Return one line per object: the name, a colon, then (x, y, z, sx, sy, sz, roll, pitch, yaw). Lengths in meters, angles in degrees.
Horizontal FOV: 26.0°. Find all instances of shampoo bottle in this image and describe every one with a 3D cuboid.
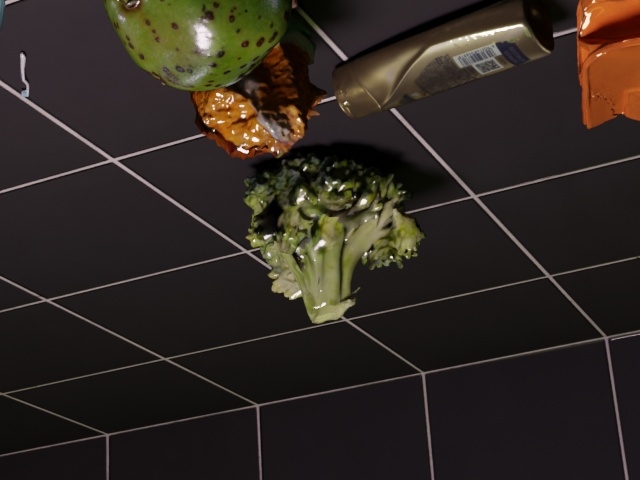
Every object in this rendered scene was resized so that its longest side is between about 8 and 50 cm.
shampoo bottle: (0.178, -0.275, 2.122, 0.350, 0.084, 0.125, -18, 151, 31)

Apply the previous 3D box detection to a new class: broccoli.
broccoli: (-0.010, 0.004, 2.489, 0.293, 0.280, 0.348, 11, 143, -35)

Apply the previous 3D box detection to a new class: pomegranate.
pomegranate: (-0.142, -0.322, 1.785, 0.271, 0.254, 0.254, -16, 167, -35)

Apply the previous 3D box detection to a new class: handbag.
handbag: (0.597, -0.296, 2.108, 0.410, 0.116, 0.303, -7, 160, 9)

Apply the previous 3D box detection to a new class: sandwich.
sandwich: (-0.092, -0.240, 1.935, 0.250, 0.301, 0.162, 9, 127, -29)

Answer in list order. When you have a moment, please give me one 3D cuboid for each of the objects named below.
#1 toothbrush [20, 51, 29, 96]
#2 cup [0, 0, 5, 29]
toothbrush: (-0.461, -0.257, 2.159, 0.013, 0.011, 0.131, -20, 161, -18)
cup: (-0.522, -0.323, 1.813, 0.173, 0.167, 0.300, 2, -177, 8)
